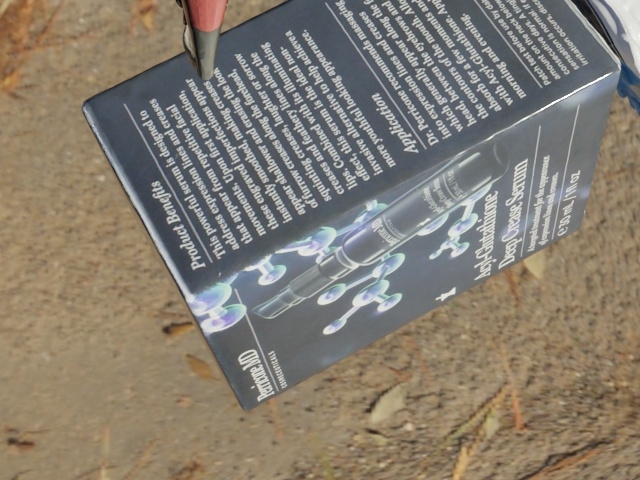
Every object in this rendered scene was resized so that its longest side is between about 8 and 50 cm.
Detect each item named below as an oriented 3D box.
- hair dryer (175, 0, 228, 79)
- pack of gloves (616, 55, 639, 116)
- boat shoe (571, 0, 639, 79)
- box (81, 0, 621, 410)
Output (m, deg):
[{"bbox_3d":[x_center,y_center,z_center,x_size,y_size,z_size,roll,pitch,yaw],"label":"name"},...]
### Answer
[{"bbox_3d":[-0.050,-0.194,0.610,0.080,0.293,0.223,-18,107,-8],"label":"hair dryer"},{"bbox_3d":[0.302,-0.186,1.259,0.232,0.195,0.046,41,103,-20],"label":"pack of gloves"},{"bbox_3d":[0.466,-0.340,1.723,0.121,0.119,0.335,-38,99,-3],"label":"boat shoe"},{"bbox_3d":[0.034,-0.063,1.038,0.396,0.293,0.212,-28,65,-7],"label":"box"}]
